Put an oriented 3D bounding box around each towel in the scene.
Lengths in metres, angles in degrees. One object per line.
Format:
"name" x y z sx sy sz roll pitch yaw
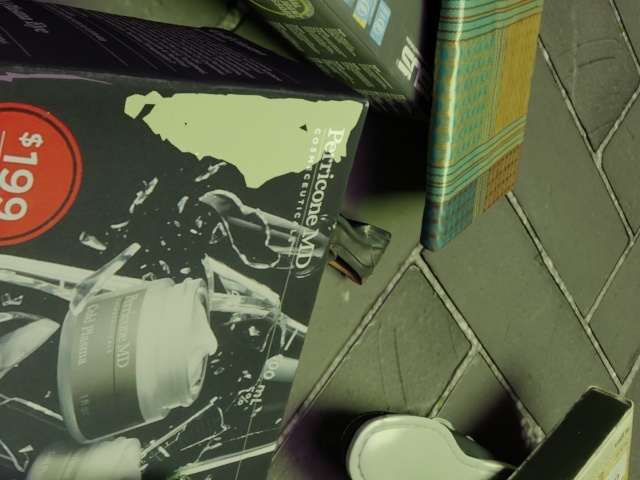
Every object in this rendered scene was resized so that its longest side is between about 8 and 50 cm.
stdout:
"towel" 0.171 -0.200 0.797 0.271 0.040 0.370 -30 128 -55

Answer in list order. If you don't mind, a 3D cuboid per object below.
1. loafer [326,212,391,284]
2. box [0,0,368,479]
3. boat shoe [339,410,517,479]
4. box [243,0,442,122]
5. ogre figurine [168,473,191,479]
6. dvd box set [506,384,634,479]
"loafer" 0.000 0.000 0.762 0.170 0.062 0.061 19 88 -38
"box" -0.177 0.038 0.477 0.313 0.179 0.343 -4 118 -40
"boat shoe" 0.113 0.249 0.861 0.302 0.091 0.114 36 82 -38
"box" 0.038 -0.312 0.639 0.395 0.097 0.318 27 80 -62
"ogre figurine" -0.138 0.201 0.416 0.197 0.097 0.118 -29 146 -6
"dvd box set" 0.274 0.421 0.960 0.308 0.062 0.420 -36 131 -31
